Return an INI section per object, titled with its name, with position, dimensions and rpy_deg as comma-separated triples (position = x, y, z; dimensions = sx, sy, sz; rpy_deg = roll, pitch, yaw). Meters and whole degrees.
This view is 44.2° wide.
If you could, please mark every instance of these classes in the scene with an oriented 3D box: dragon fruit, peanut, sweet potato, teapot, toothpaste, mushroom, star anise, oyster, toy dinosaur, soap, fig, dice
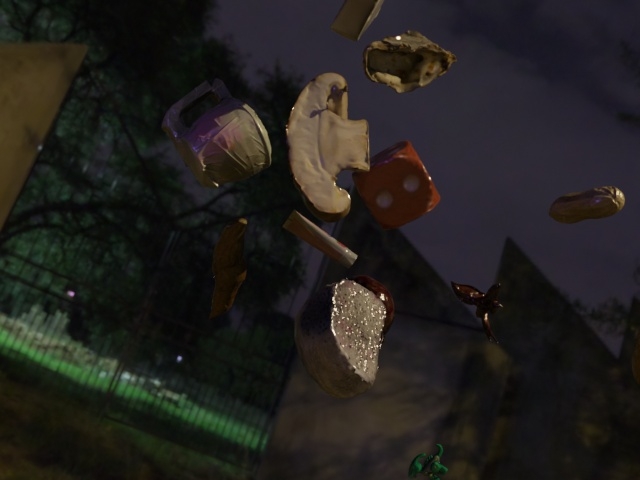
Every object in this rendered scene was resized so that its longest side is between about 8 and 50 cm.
[dragon fruit]
position = 0.024, 0.243, 1.998
dimensions = 0.204, 0.283, 0.221
rpy_deg = -24, -52, 33
[peanut]
position = 0.756, -0.097, 2.250
dimensions = 0.214, 0.098, 0.090
rpy_deg = -13, -64, 39
[sweet potato]
position = -0.170, 0.057, 1.454
dimensions = 0.067, 0.067, 0.274
rpy_deg = 20, -48, 3
[teapot]
position = -0.221, -0.222, 1.665
dimensions = 0.222, 0.178, 0.163
rpy_deg = 65, -18, -15
[toothpaste]
position = 0.000, 0.000, 1.941
dimensions = 0.194, 0.043, 0.067
rpy_deg = 34, -50, -3
[mushroom]
position = 0.008, -0.159, 1.477
dimensions = 0.156, 0.286, 0.151
rpy_deg = 2, -18, -4
[star anise]
position = 0.421, 0.194, 2.091
dimensions = 0.140, 0.144, 0.158
rpy_deg = -1, -40, 42
[oyster]
position = 0.229, -0.493, 2.137
dimensions = 0.110, 0.341, 0.166
rpy_deg = 39, -40, 35
[toy dinosaur]
position = 0.324, 0.668, 2.349
dimensions = 0.096, 0.132, 0.059
rpy_deg = 36, -9, -2
[soap]
position = 0.096, -0.498, 1.641
dimensions = 0.063, 0.183, 0.121
rpy_deg = 33, -53, -1
[fig]
position = 0.144, 0.223, 2.266
dimensions = 0.170, 0.145, 0.274
rpy_deg = 29, -25, 39
[dice]
position = 0.191, -0.140, 2.010
dimensions = 0.175, 0.179, 0.174
rpy_deg = 62, 8, -13

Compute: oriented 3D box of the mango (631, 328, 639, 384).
[mango]
position = 0.701, 0.157, 1.452
dimensions = 0.195, 0.332, 0.142
rpy_deg = 10, 32, -32
